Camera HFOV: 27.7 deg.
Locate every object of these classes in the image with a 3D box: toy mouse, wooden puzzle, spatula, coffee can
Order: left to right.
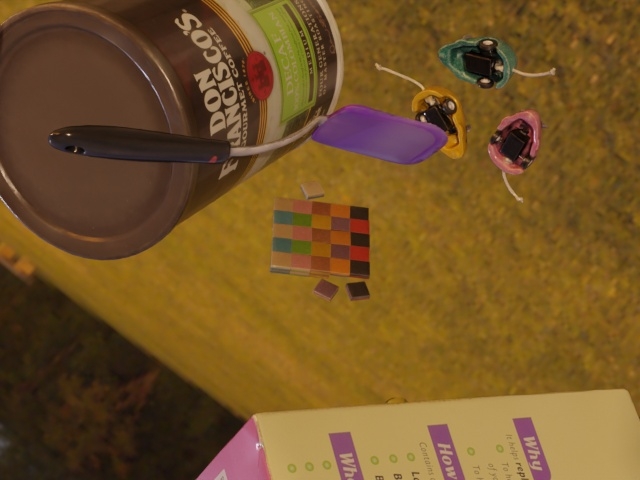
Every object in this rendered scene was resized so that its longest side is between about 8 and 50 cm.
[{"bbox_3d":[-0.127,-0.126,1.091,0.201,0.201,0.275,37,-147,8],"label":"coffee can"},{"bbox_3d":[-0.047,-0.072,0.932,0.084,0.297,0.030,147,116,-62],"label":"spatula"},{"bbox_3d":[0.000,0.000,0.651,0.049,0.083,0.006,6,134,-5],"label":"wooden puzzle"},{"bbox_3d":[0.139,-0.110,1.021,0.161,0.031,0.143,54,138,-3],"label":"toy mouse"}]

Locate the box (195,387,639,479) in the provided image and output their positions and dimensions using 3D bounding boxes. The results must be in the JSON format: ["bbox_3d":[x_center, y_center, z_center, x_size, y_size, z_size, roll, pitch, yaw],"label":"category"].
[{"bbox_3d":[0.074,0.202,0.677,0.117,0.243,0.213,-52,46,48],"label":"box"}]

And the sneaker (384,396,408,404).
[{"bbox_3d":[0.138,0.233,1.372,0.208,0.094,0.081,54,180,44],"label":"sneaker"}]
